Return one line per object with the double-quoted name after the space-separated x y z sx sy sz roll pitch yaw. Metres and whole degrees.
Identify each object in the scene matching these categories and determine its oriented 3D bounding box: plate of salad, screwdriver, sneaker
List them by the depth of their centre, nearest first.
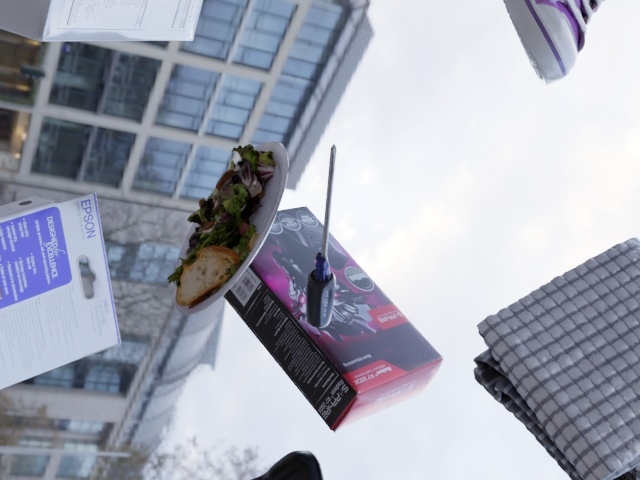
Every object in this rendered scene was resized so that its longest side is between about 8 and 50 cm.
0.000 0.000 0.697 0.024 0.025 0.170 -83 174 -50 "screwdriver"
-0.101 -0.019 0.966 0.200 0.048 0.200 -43 -150 32 "plate of salad"
0.272 -0.278 0.981 0.161 0.102 0.282 -19 -142 25 "sneaker"

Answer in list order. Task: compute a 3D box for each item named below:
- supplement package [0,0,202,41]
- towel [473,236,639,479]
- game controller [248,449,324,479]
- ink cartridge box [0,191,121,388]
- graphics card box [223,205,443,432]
-0.211 -0.276 0.741 0.262 0.199 0.198 -38 146 -71 "supplement package"
0.343 0.151 1.109 0.235 0.283 0.121 51 -25 26 "towel"
-0.042 0.440 1.310 0.166 0.067 0.319 -35 -142 15 "game controller"
-0.336 0.060 1.054 0.045 0.208 0.206 32 -47 47 "ink cartridge box"
-0.004 0.108 1.504 0.371 0.232 0.094 48 -55 24 "graphics card box"
